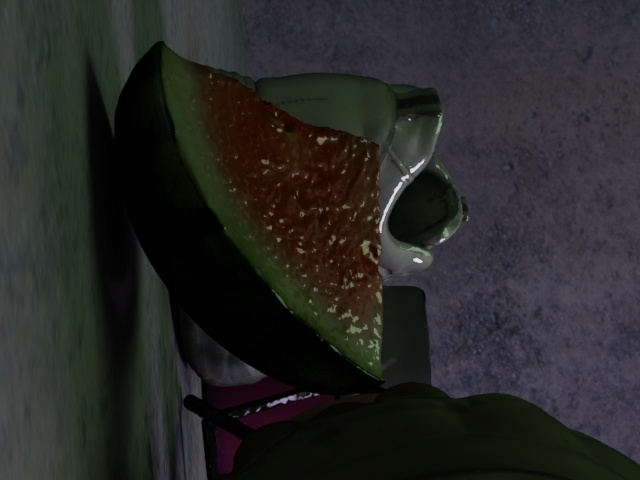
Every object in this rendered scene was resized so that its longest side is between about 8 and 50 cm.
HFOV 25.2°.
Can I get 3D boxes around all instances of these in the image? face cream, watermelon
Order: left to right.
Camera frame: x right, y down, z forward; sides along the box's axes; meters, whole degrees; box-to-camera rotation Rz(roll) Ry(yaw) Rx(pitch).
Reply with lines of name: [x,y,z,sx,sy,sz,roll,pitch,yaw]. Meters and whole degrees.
watermelon: [-0.050,-0.012,0.717,0.193,0.145,0.137,36,-78,53]
face cream: [-0.002,0.126,1.279,0.175,0.195,0.175,177,-90,-89]

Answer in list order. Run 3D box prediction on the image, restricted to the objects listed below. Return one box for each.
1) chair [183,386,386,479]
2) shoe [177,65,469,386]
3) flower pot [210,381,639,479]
chair: [0.031,0.190,0.965,0.260,0.141,0.154,17,-66,55]
shoe: [0.000,0.000,1.012,0.342,0.210,0.132,88,-1,-58]
flower pot: [0.045,0.212,0.749,0.244,0.307,0.307,-135,-139,-76]
